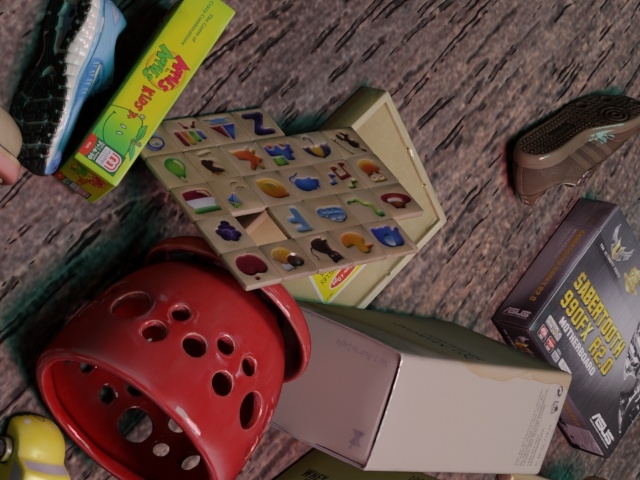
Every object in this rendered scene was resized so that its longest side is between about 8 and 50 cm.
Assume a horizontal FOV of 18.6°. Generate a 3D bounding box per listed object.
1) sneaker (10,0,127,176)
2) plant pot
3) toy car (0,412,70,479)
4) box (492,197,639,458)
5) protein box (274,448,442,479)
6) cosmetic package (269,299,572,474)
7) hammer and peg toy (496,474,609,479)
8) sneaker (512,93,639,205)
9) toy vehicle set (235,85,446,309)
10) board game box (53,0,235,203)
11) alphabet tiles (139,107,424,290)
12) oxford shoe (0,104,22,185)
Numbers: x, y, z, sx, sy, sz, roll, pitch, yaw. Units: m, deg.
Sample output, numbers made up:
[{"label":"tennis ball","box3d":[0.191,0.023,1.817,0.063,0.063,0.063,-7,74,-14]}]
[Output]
[{"label":"sneaker","box3d":[-0.197,-0.126,1.596,0.073,0.063,0.162,26,82,-47]},{"label":"plant pot","box3d":[-0.118,0.101,1.645,0.174,0.191,0.191,-54,131,-30]},{"label":"toy car","box3d":[-0.278,0.288,1.626,0.225,0.053,0.239,-27,118,-37]},{"label":"box","box3d":[0.300,0.097,2.132,0.183,0.056,0.231,-51,130,-22]},{"label":"protein box","box3d":[0.022,0.315,1.818,0.201,0.200,0.136,-35,123,-33]},{"label":"cosmetic package","box3d":[0.085,0.140,1.827,0.309,0.160,0.113,12,99,-55]},{"label":"hammer and peg toy","box3d":[0.176,0.380,2.036,0.266,0.127,0.361,38,74,-40]},{"label":"sneaker","box3d":[0.270,-0.098,2.063,0.188,0.066,0.071,-23,132,-32]},{"label":"toy vehicle set","box3d":[0.000,0.000,1.833,0.267,0.035,0.166,-45,127,-27]},{"label":"board game box","box3d":[-0.146,-0.121,1.618,0.043,0.092,0.181,36,73,-10]},{"label":"alphabet tiles","box3d":[-0.028,-0.046,1.700,0.237,0.198,0.009,-11,141,-41]},{"label":"oxford shoe","box3d":[-0.329,-0.188,1.403,0.397,0.140,0.146,49,59,-41]}]
